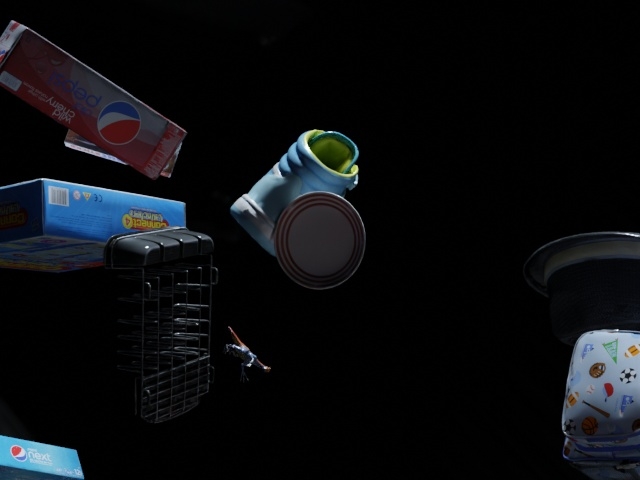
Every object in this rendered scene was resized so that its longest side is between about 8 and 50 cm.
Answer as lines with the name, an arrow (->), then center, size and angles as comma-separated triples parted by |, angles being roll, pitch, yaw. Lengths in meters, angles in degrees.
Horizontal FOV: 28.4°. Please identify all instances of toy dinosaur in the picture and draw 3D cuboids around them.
toy dinosaur -> -0.122, 0.197, 2.179 | 0.082, 0.090, 0.047 | 19, -24, -26

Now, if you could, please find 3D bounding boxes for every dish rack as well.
dish rack -> -0.226, 0.121, 1.829 | 0.208, 0.074, 0.271 | -12, -76, -62

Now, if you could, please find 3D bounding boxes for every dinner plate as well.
dinner plate -> 0.000, 0.000, 1.823 | 0.141, 0.141, 0.017 | -48, -17, 13

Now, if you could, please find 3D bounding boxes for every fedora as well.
fedora -> 0.524, 0.110, 2.272 | 0.334, 0.334, 0.152 | 90, -172, -64

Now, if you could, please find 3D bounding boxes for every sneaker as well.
sneaker -> -0.012, -0.071, 1.989 | 0.208, 0.127, 0.319 | -46, -7, 4

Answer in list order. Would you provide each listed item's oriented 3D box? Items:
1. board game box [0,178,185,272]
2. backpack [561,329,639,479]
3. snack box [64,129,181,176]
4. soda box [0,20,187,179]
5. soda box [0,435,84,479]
board game box -> -0.427, -0.016, 2.005 | 0.302, 0.086, 0.308 | -9, -10, 36
backpack -> 0.525, 0.260, 2.016 | 0.213, 0.263, 0.276 | 37, -123, -49
snack box -> -0.318, -0.158, 2.044 | 0.022, 0.178, 0.064 | 111, 176, -70
soda box -> -0.313, -0.184, 1.681 | 0.263, 0.092, 0.083 | 33, -92, -29
soda box -> -0.551, 0.422, 2.364 | 0.067, 0.071, 0.210 | -44, -41, 23
